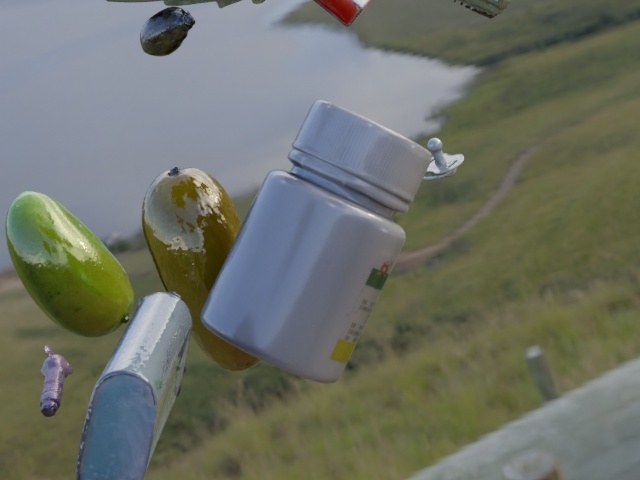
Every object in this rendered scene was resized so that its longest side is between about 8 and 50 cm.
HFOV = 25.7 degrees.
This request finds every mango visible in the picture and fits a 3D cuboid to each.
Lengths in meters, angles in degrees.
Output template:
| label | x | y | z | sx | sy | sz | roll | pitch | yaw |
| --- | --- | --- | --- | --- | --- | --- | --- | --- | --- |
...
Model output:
| label | x | y | z | sx | sy | sz | roll | pitch | yaw |
| --- | --- | --- | --- | --- | --- | --- | --- | --- | --- |
| mango | -0.416 | 0.050 | 2.297 | 0.149 | 0.273 | 0.185 | -35 | 35 | 1 |
| mango | -0.162 | 0.048 | 2.042 | 0.142 | 0.331 | 0.195 | -21 | 11 | 0 |

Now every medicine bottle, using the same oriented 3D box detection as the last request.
| label | x | y | z | sx | sy | sz | roll | pitch | yaw |
| --- | --- | --- | --- | --- | --- | --- | --- | --- | --- |
| medicine bottle | 0.000 | 0.000 | 1.870 | 0.339 | 0.208 | 0.208 | -64 | 22 | 1 |

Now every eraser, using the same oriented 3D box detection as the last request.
| label | x | y | z | sx | sy | sz | roll | pitch | yaw |
| --- | --- | --- | --- | --- | --- | --- | --- | --- | --- |
| eraser | -0.212 | 0.178 | 1.625 | 0.081 | 0.174 | 0.227 | 12 | 21 | 2 |

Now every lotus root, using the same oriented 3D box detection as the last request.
| label | x | y | z | sx | sy | sz | roll | pitch | yaw |
| --- | --- | --- | --- | --- | --- | --- | --- | --- | --- |
| lotus root | -0.195 | -0.268 | 1.782 | 0.099 | 0.049 | 0.054 | -21 | 41 | 48 |

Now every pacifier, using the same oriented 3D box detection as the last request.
| label | x | y | z | sx | sy | sz | roll | pitch | yaw |
| --- | --- | --- | --- | --- | --- | --- | --- | --- | --- |
| pacifier | 0.183 | -0.129 | 2.205 | 0.068 | 0.064 | 0.083 | -35 | 24 | -28 |

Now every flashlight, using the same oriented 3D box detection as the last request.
| label | x | y | z | sx | sy | sz | roll | pitch | yaw |
| --- | --- | --- | --- | --- | --- | --- | --- | --- | --- |
| flashlight | -0.330 | 0.177 | 1.719 | 0.031 | 0.052 | 0.110 | -34 | 29 | 18 |

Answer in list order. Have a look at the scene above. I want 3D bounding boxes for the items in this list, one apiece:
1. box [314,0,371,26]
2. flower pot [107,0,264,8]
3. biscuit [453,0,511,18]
| label | x | y | z | sx | sy | sz | roll | pitch | yaw |
| --- | --- | --- | --- | --- | --- | --- | --- | --- | --- |
| box | 0.054 | -0.414 | 2.036 | 0.229 | 0.123 | 0.050 | -52 | 2 | -41 |
| flower pot | -0.200 | -0.405 | 1.845 | 0.368 | 0.164 | 0.254 | -1 | -2 | -20 |
| biscuit | 0.153 | -0.365 | 1.562 | 0.052 | 0.150 | 0.252 | -53 | 18 | 46 |
